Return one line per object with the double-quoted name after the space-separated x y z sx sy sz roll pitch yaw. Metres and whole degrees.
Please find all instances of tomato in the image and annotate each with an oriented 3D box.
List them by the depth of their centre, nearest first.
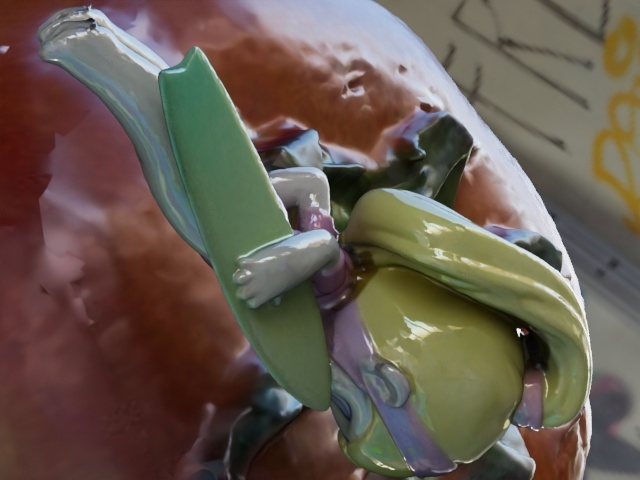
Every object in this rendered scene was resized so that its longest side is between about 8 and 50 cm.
-0.050 0.058 0.609 0.272 0.341 0.341 -29 -11 39 "tomato"

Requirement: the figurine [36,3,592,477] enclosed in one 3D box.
0.000 0.000 0.408 0.083 0.187 0.083 -40 18 16 "figurine"
